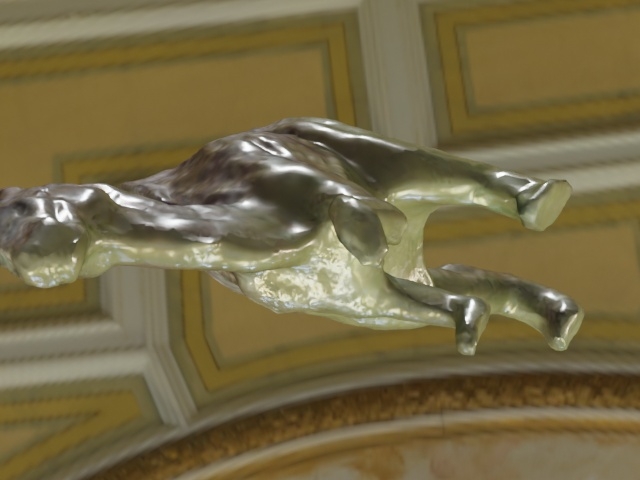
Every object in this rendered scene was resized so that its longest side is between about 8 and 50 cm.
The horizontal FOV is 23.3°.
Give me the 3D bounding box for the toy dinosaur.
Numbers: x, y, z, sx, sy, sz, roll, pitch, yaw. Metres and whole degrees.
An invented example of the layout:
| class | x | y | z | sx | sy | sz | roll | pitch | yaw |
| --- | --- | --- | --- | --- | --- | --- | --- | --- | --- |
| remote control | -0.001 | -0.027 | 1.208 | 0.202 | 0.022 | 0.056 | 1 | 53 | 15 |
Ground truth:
| class | x | y | z | sx | sy | sz | roll | pitch | yaw |
| --- | --- | --- | --- | --- | --- | --- | --- | --- | --- |
| toy dinosaur | 0.001 | -0.007 | 0.573 | 0.162 | 0.294 | 0.077 | 17 | -86 | 23 |
